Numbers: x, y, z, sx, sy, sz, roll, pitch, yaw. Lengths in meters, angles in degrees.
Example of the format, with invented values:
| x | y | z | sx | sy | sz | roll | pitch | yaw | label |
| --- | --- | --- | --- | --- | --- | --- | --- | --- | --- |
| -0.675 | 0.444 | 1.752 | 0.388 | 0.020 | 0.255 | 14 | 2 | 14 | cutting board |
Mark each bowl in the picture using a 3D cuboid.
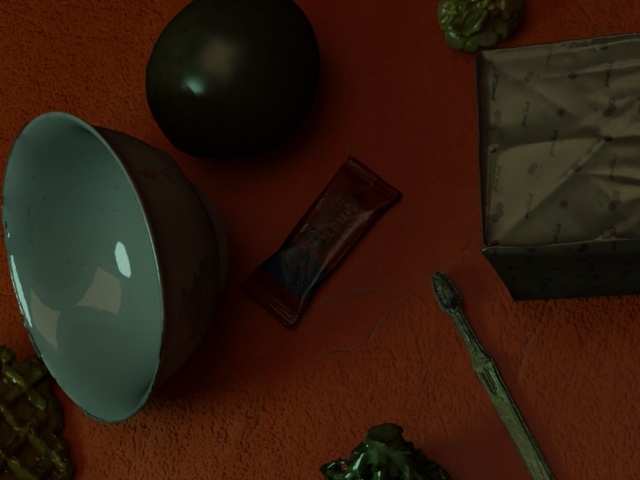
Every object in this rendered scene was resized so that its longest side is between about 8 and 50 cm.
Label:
| x | y | z | sx | sy | sz | roll | pitch | yaw | label |
| --- | --- | --- | --- | --- | --- | --- | --- | --- | --- |
| -0.203 | 0.015 | 1.553 | 0.157 | 0.345 | 0.345 | -15 | 54 | -36 | bowl |

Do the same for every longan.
| x | y | z | sx | sy | sz | roll | pitch | yaw | label |
| --- | --- | --- | --- | --- | --- | --- | --- | --- | --- |
| -0.102 | -0.190 | 1.611 | 0.212 | 0.198 | 0.198 | -25 | 63 | 10 | longan |

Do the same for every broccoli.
| x | y | z | sx | sy | sz | roll | pitch | yaw | label |
| --- | --- | --- | --- | --- | --- | --- | --- | --- | --- |
| 0.068 | 0.243 | 1.414 | 0.130 | 0.120 | 0.131 | -6 | 25 | -5 | broccoli |

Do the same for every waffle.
| x | y | z | sx | sy | sz | roll | pitch | yaw | label |
| --- | --- | --- | --- | --- | --- | --- | --- | --- | --- |
| -0.401 | 0.222 | 1.550 | 0.051 | 0.291 | 0.291 | -45 | 50 | 49 | waffle |

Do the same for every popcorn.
| x | y | z | sx | sy | sz | roll | pitch | yaw | label |
| --- | --- | --- | --- | --- | --- | --- | --- | --- | --- |
| 0.182 | -0.271 | 1.595 | 0.097 | 0.089 | 0.109 | 23 | 76 | 15 | popcorn |

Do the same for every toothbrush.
| x | y | z | sx | sy | sz | roll | pitch | yaw | label |
| --- | --- | --- | --- | --- | --- | --- | --- | --- | --- |
| 0.182 | 0.154 | 1.462 | 0.026 | 0.028 | 0.294 | -30 | 68 | 9 | toothbrush |

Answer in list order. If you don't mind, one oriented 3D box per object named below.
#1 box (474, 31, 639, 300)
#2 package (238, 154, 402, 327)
| x | y | z | sx | sy | sz | roll | pitch | yaw | label |
| --- | --- | --- | --- | --- | --- | --- | --- | --- | --- |
| 0.314 | -0.074 | 1.410 | 0.297 | 0.190 | 0.225 | -6 | 69 | 19 | box |
| 0.000 | 0.000 | 1.590 | 0.083 | 0.022 | 0.200 | 37 | 84 | 28 | package |
